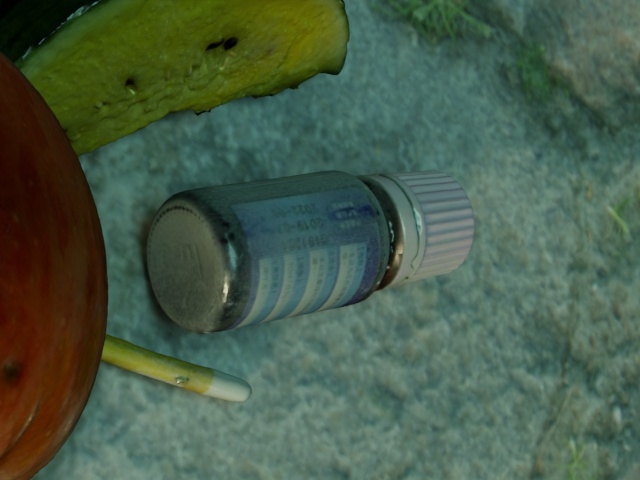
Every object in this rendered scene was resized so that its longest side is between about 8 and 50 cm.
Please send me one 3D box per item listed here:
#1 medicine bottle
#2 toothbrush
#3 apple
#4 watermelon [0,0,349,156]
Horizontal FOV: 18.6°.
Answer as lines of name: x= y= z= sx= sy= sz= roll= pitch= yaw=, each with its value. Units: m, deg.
medicine bottle: x=0.000 y=0.000 z=1.150 sx=0.203 sy=0.083 sz=0.083 roll=-10 pitch=89 yaw=-39
toothbrush: x=-0.153 y=0.047 z=1.057 sx=0.288 sy=0.021 sz=0.024 roll=23 pitch=79 yaw=-34
apple: x=-0.225 y=0.013 z=0.862 sx=0.293 sy=0.163 sz=0.251 roll=-24 pitch=86 yaw=-21
watermelon: x=-0.100 y=-0.113 z=1.088 sx=0.301 sy=0.123 sz=0.129 roll=-22 pitch=118 yaw=-38
